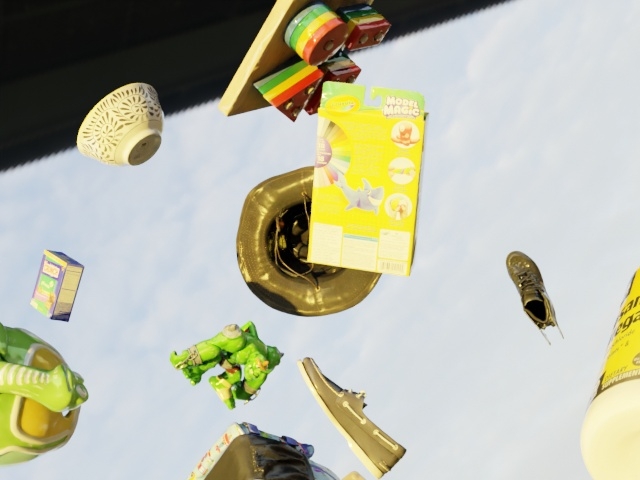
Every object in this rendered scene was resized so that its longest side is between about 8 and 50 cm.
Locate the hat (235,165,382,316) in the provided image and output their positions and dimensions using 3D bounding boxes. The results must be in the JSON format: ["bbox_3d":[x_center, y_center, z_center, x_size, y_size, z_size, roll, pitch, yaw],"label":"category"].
[{"bbox_3d":[0.000,0.000,2.560,0.331,0.331,0.134,-57,-15,15],"label":"hat"}]

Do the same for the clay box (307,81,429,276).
[{"bbox_3d":[0.058,-0.076,1.497,0.053,0.127,0.222,-50,-34,-70],"label":"clay box"}]

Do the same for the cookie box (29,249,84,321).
[{"bbox_3d":[-0.473,0.081,2.269,0.040,0.092,0.107,12,-82,-40],"label":"cookie box"}]

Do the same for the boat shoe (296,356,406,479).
[{"bbox_3d":[0.044,0.242,1.810,0.065,0.206,0.075,-37,-4,0],"label":"boat shoe"}]

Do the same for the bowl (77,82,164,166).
[{"bbox_3d":[-0.327,-0.181,2.180,0.170,0.080,0.170,-36,-23,-18],"label":"bowl"}]

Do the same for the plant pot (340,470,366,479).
[{"bbox_3d":[0.036,0.354,1.571,0.109,0.109,0.096,-32,-33,-33],"label":"plant pot"}]

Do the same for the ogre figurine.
[{"bbox_3d":[-0.140,0.190,1.994,0.118,0.097,0.197,-40,-59,13],"label":"ogre figurine"}]

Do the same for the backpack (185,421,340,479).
[{"bbox_3d":[-0.040,0.279,1.278,0.173,0.117,0.158,21,-63,-28],"label":"backpack"}]

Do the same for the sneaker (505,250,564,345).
[{"bbox_3d":[0.357,0.093,2.111,0.051,0.170,0.089,-27,-8,12],"label":"sneaker"}]

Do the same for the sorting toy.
[{"bbox_3d":[-0.010,-0.305,2.101,0.255,0.089,0.257,-22,-27,-51],"label":"sorting toy"}]

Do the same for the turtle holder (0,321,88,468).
[{"bbox_3d":[-0.502,0.240,2.053,0.227,0.243,0.320,24,-55,-28],"label":"turtle holder"}]

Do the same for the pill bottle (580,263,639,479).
[{"bbox_3d":[0.399,0.119,1.331,0.334,0.187,0.188,-58,-13,-45],"label":"pill bottle"}]
